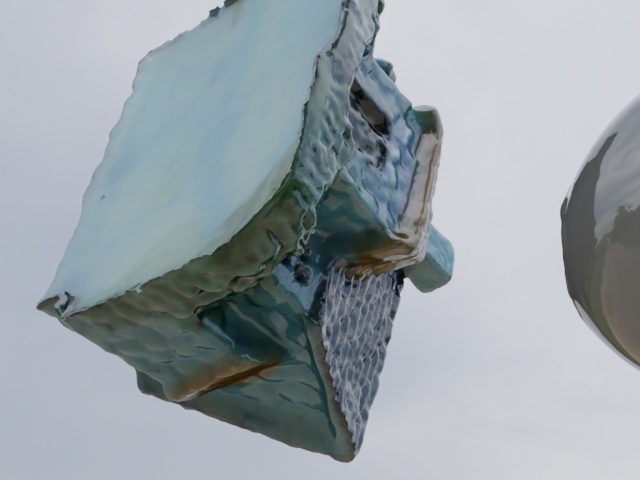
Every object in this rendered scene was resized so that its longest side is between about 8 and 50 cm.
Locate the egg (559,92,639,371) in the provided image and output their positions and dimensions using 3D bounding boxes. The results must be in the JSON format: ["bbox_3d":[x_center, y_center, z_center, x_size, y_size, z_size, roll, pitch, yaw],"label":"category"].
[{"bbox_3d":[0.230,-0.013,0.805,0.232,0.176,0.176,-21,-36,30],"label":"egg"}]

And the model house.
[{"bbox_3d":[0.000,0.000,1.061,0.226,0.261,0.241,-23,-54,39],"label":"model house"}]
